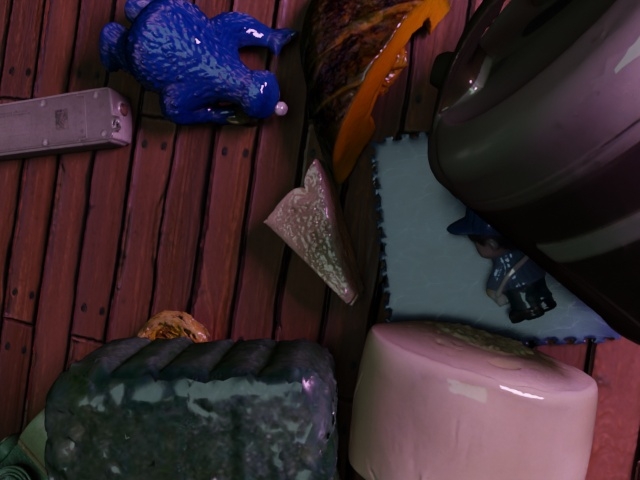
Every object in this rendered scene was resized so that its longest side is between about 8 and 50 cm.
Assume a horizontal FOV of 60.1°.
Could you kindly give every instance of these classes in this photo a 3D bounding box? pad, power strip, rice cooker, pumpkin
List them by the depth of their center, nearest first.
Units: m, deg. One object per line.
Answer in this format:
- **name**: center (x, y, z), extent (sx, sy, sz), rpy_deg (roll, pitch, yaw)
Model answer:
- **rice cooker**: center (0.269, -0.104, 0.433), extent (0.325, 0.335, 0.335), rpy_deg (38, 99, -12)
- **pad**: center (0.198, -0.007, 0.649), extent (0.269, 0.012, 0.269), rpy_deg (-7, 87, 16)
- **pumpkin**: center (0.020, -0.229, 0.656), extent (0.163, 0.111, 0.279), rpy_deg (33, 98, 19)
- **power strip**: center (-0.391, -0.164, 0.796), extent (0.272, 0.052, 0.078), rpy_deg (-4, 88, 16)

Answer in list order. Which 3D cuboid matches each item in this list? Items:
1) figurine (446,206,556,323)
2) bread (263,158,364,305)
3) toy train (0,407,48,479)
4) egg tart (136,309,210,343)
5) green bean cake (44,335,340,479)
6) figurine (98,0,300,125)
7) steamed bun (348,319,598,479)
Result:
- **figurine**: center (0.203, 0.014, 0.604), extent (0.086, 0.087, 0.149), rpy_deg (-21, 83, -24)
- **bread**: center (0.018, -0.010, 0.665), extent (0.152, 0.077, 0.105), rpy_deg (43, 101, 11)
- **toy train**: center (-0.306, 0.338, 0.738), extent (0.285, 0.116, 0.177), rpy_deg (40, 87, 13)
- **egg tart**: center (-0.189, 0.153, 0.735), extent (0.128, 0.049, 0.129), rpy_deg (1, 93, 17)
- **green bean cake**: center (-0.129, 0.266, 0.626), extent (0.307, 0.169, 0.300), rpy_deg (0, 95, 5)
- **figurine**: center (-0.159, -0.228, 0.697), extent (0.262, 0.120, 0.164), rpy_deg (17, 90, 13)
- **steamed bun**: center (0.152, 0.198, 0.580), extent (0.250, 0.155, 0.200), rpy_deg (12, 97, 16)
